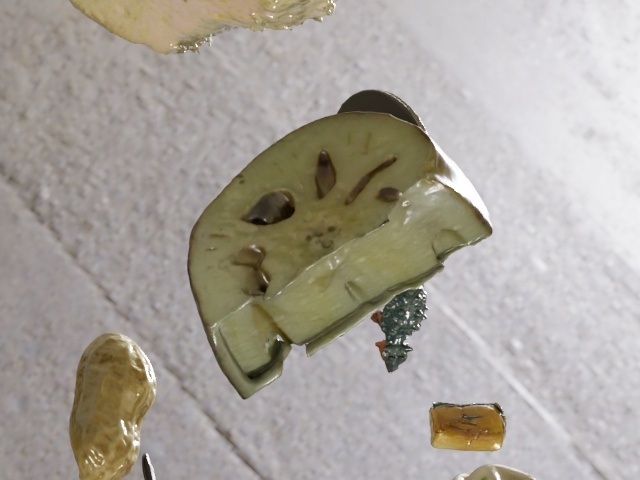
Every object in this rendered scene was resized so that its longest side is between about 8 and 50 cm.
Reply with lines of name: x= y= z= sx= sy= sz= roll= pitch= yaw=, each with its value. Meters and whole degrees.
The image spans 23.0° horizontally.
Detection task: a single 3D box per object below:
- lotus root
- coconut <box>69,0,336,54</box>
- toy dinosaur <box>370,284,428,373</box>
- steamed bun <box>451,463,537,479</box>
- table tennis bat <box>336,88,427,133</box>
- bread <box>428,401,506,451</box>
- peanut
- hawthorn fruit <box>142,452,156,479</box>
lotus root: x=0.000 y=0.000 z=1.163 sx=0.138 sy=0.235 sz=0.119 roll=47 pitch=-7 yaw=39
coconut: x=-0.056 y=-0.310 z=1.165 sx=0.297 sy=0.297 sz=0.309 roll=36 pitch=51 yaw=-6
toy dinosaur: x=0.079 y=0.058 z=1.521 sx=0.049 sy=0.154 sz=0.055 roll=4 pitch=25 yaw=-14
steamed bun: x=0.213 y=0.360 z=1.880 sx=0.183 sy=0.183 sz=0.106 roll=50 pitch=33 yaw=14
table tennis bat: x=0.038 y=-0.019 z=1.437 sx=0.022 sy=0.246 sz=0.138 roll=-9 pitch=35 yaw=-39
bread: x=0.206 y=0.259 z=2.197 sx=0.106 sy=0.053 sz=0.072 roll=2 pitch=55 yaw=-3
peanut: x=-0.232 y=0.190 z=1.768 sx=0.093 sy=0.083 sz=0.194 roll=-4 pitch=53 yaw=4
hawthorn fruit: x=-0.070 y=0.308 z=1.364 sx=0.254 sy=0.254 sz=0.300 roll=-11 pitch=67 yaw=-50
